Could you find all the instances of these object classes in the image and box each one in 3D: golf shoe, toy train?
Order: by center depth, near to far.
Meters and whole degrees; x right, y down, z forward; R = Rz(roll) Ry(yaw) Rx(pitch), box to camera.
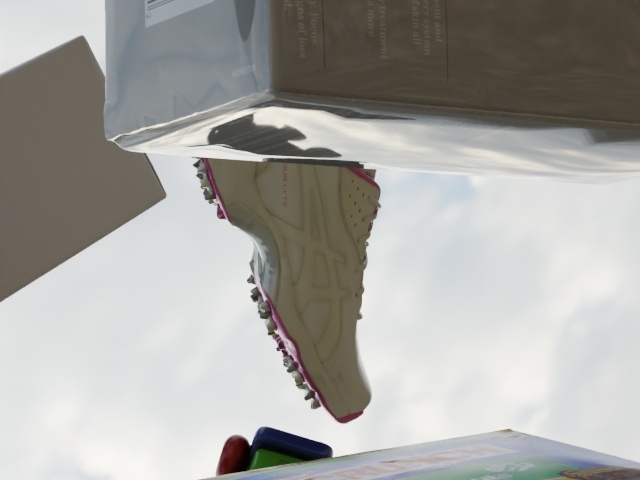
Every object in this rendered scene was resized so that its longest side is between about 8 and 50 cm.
[{"bbox_3d":[-0.057,0.280,1.350,0.143,0.105,0.248,-69,-4,-65],"label":"toy train"},{"bbox_3d":[0.000,0.000,1.359,0.140,0.115,0.306,-24,-66,-4],"label":"golf shoe"}]

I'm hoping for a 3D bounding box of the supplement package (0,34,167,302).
[{"bbox_3d":[-0.317,-0.036,1.584,0.293,0.177,0.175,-36,-77,-45],"label":"supplement package"}]

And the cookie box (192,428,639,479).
[{"bbox_3d":[0.032,0.073,0.391,0.091,0.107,0.040,-7,-86,-24],"label":"cookie box"}]

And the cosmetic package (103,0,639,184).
[{"bbox_3d":[0.049,-0.092,0.632,0.238,0.107,0.127,5,-102,-38],"label":"cosmetic package"}]
